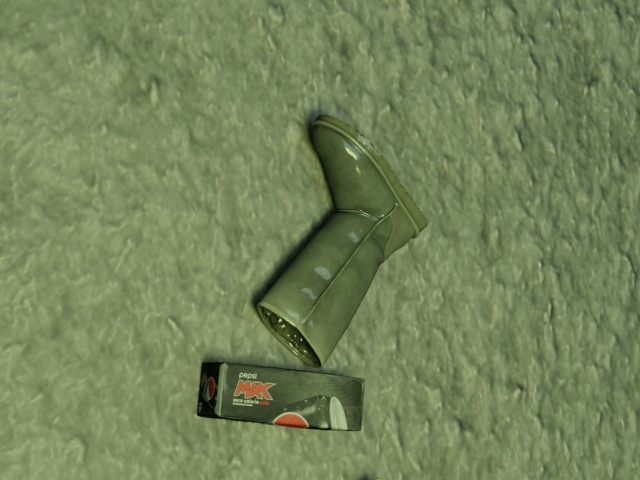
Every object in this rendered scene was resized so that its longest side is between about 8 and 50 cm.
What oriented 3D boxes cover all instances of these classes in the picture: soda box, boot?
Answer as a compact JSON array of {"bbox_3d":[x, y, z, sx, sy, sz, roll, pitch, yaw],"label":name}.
[{"bbox_3d":[-0.039,0.161,1.815,0.169,0.053,0.060,9,81,-29],"label":"soda box"},{"bbox_3d":[0.000,-0.001,1.851,0.208,0.076,0.189,-46,106,-18],"label":"boot"}]

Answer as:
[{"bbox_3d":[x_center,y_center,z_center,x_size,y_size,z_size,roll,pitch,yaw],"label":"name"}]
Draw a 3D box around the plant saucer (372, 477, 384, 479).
[{"bbox_3d":[0.033,0.375,1.844,0.188,0.045,0.188,-37,104,-27],"label":"plant saucer"}]
